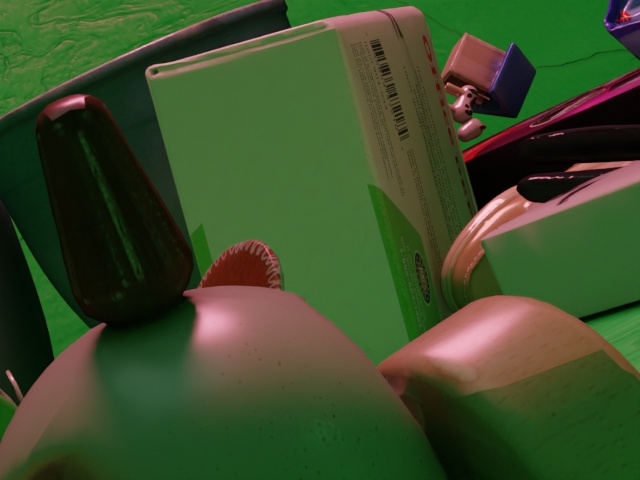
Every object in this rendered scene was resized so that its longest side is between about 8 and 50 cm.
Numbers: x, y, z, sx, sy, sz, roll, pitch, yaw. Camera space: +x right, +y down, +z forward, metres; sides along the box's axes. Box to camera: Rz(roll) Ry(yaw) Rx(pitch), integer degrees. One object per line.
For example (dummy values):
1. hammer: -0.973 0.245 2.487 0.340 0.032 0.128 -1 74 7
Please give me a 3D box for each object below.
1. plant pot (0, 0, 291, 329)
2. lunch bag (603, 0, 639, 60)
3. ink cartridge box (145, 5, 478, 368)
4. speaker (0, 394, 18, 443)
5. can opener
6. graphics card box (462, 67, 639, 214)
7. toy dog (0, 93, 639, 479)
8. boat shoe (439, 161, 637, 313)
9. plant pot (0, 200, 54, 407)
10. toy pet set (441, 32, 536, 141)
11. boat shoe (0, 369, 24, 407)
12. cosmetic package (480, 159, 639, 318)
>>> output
1. plant pot: -0.100 -0.015 1.461 0.271 0.255 0.271 -24 2 1
2. lunch bag: 0.389 -0.198 1.397 0.293 0.138 0.221 -8 -20 31
3. ink cartridge box: 0.011 -0.030 1.125 0.114 0.198 0.273 -14 5 15
4. speaker: -0.241 0.150 0.814 0.296 0.131 0.131 -23 3 39
5. can opener: 0.199 -0.042 1.026 0.186 0.059 0.073 -7 -39 7
6. graphics card box: 0.223 -0.069 1.289 0.371 0.094 0.233 -22 3 43
7. toy dog: -0.067 0.062 0.486 0.333 0.161 0.220 -23 3 43
8. boat shoe: 0.145 -0.006 1.067 0.170 0.063 0.059 -32 29 -21
9. plant pot: -0.351 0.110 1.544 0.293 0.235 0.293 -25 1 1
10. toy pet set: 0.112 -0.091 1.427 0.114 0.065 0.122 -65 5 -15
11. boat shoe: -0.215 0.137 1.217 0.079 0.095 0.254 -27 4 -13
12. cosmetic package: 0.193 -0.021 0.895 0.099 0.060 0.239 -28 3 -39
